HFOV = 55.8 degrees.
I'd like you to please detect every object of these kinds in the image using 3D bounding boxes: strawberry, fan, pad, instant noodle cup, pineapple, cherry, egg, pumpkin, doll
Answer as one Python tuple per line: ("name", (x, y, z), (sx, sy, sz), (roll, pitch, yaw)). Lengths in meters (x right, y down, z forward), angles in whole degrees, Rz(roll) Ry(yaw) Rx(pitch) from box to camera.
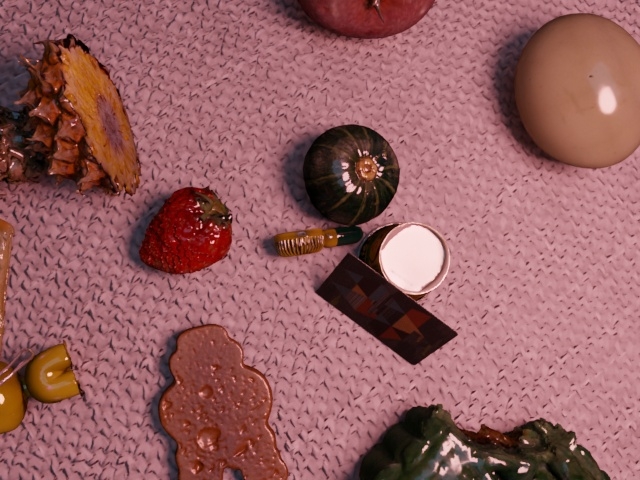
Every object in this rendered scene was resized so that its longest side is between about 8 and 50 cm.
("strawberry", (-0.208, -0.008, 0.963), (0.131, 0.131, 0.148), (41, 108, 0))
("fan", (0.000, 0.000, 1.006), (0.155, 0.082, 0.039), (-8, 88, -20))
("pad", (0.101, 0.115, 0.972), (0.211, 0.143, 0.003), (36, 51, 0))
("instant noodle cup", (0.140, 0.033, 0.992), (0.151, 0.122, 0.152), (1, 80, -5))
("pineapple", (-0.450, -0.150, 0.913), (0.271, 0.262, 0.263), (-18, 84, 3))
("cherry", (0.070, -0.476, 1.019), (0.261, 0.221, 0.308), (1, 68, -15))
("egg", (0.447, -0.253, 1.031), (0.219, 0.219, 0.270), (-14, 87, -9))
("pumpkin", (0.052, -0.107, 1.000), (0.167, 0.125, 0.167), (6, 72, -20))
("doll", (-0.464, 0.227, 0.876), (0.220, 0.135, 0.143), (-17, 86, -22))

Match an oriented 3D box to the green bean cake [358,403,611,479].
("green bean cake", (0.256, 0.382, 0.929), (0.300, 0.169, 0.308), (-42, 88, -10))

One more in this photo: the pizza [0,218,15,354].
("pizza", (-0.569, 0.084, 0.936), (0.181, 0.034, 0.262), (-5, 82, -9))

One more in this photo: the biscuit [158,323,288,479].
("biscuit", (-0.159, 0.280, 0.955), (0.185, 0.044, 0.295), (-8, 83, -12))
